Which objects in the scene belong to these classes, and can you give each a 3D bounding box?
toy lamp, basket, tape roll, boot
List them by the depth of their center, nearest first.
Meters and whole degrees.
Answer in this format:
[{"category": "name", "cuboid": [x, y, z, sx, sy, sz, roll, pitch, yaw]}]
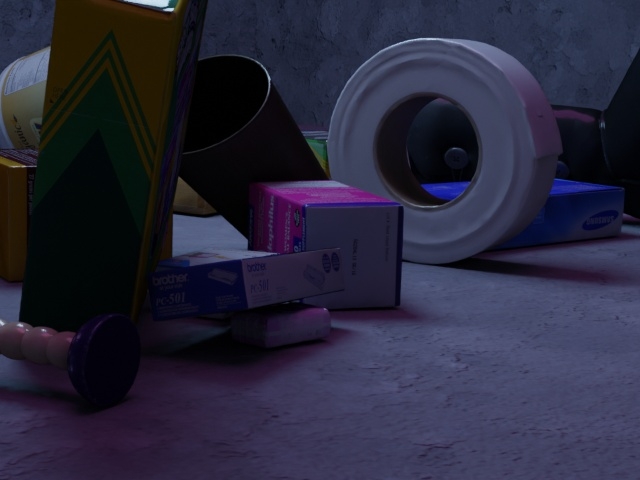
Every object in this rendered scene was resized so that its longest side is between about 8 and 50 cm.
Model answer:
[{"category": "toy lamp", "cuboid": [-0.272, 0.071, 1.036, 0.274, 0.080, 0.080, 7, 10, 27]}, {"category": "basket", "cuboid": [-0.086, -0.095, 1.606, 0.204, 0.154, 0.227, 8, -30, 42]}, {"category": "tape roll", "cuboid": [0.155, -0.115, 1.663, 0.286, 0.286, 0.100, 7, 9, 27]}, {"category": "boot", "cuboid": [0.355, -0.203, 2.066, 0.445, 0.367, 0.146, 9, 32, 21]}]

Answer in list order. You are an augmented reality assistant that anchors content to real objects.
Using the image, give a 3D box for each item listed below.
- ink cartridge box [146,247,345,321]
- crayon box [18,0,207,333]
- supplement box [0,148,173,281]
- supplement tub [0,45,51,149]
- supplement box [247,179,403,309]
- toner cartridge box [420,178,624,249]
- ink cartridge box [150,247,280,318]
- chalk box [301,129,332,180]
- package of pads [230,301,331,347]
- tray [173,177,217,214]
[{"category": "ink cartridge box", "cuboid": [-0.063, 0.038, 1.201, 0.097, 0.046, 0.207, -8, -1, 24]}, {"category": "crayon box", "cuboid": [-0.182, -0.122, 1.224, 0.106, 0.313, 0.363, 10, 25, -3]}, {"category": "supplement box", "cuboid": [-0.298, -0.036, 1.538, 0.194, 0.129, 0.191, -3, 11, -30]}, {"category": "supplement tub", "cuboid": [-0.415, -0.227, 2.239, 0.316, 0.228, 0.228, -14, -2, 34]}, {"category": "supplement box", "cuboid": [0.000, 0.000, 1.443, 0.114, 0.111, 0.220, -1, 9, -17]}, {"category": "toner cartridge box", "cuboid": [0.266, -0.041, 1.888, 0.348, 0.075, 0.165, -6, 13, -39]}, {"category": "ink cartridge box", "cuboid": [-0.106, 0.042, 1.342, 0.088, 0.052, 0.122, 5, 8, 24]}, {"category": "chalk box", "cuboid": [-0.003, -0.101, 2.028, 0.132, 0.132, 0.213, -5, 11, -34]}, {"category": "package of pads", "cuboid": [-0.036, 0.077, 1.198, 0.083, 0.032, 0.050, -6, 12, -44]}, {"category": "tray", "cuboid": [-0.161, -0.104, 2.189, 0.202, 0.076, 0.411, 7, 9, 28]}]
